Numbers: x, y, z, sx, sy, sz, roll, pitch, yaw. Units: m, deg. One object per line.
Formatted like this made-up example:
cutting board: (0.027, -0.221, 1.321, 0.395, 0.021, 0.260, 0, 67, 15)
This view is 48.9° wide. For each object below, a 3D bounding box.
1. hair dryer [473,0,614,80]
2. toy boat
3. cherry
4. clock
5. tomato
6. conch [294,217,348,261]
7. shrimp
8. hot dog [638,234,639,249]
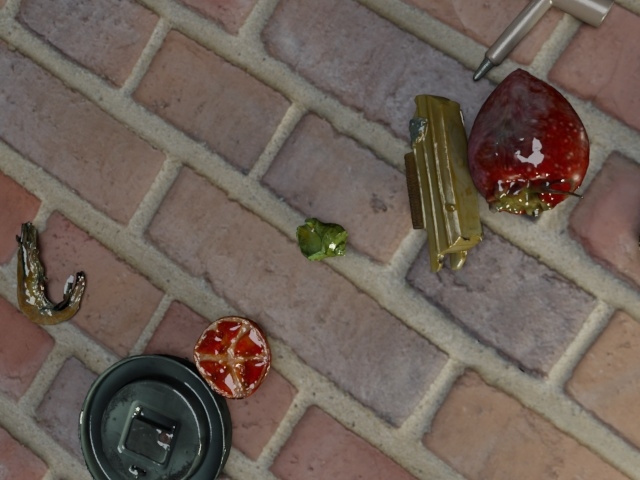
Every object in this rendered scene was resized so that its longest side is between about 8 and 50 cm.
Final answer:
hair dryer: (0.362, -0.356, 1.214, 0.195, 0.053, 0.220, 30, 97, 12)
toy boat: (0.203, -0.100, 1.228, 0.115, 0.089, 0.310, -13, 86, 51)
cherry: (0.339, -0.164, 1.155, 0.192, 0.175, 0.250, -14, 78, 45)
clock: (-0.320, 0.373, 1.373, 0.312, 0.061, 0.313, 0, 90, 14)
tomato: (-0.156, 0.214, 1.329, 0.155, 0.069, 0.156, 1, 92, 16)
conch: (0.000, 0.000, 1.288, 0.089, 0.074, 0.121, -36, 53, -25)
shrimp: (-0.559, 0.065, 1.439, 0.152, 0.046, 0.220, -8, 92, 14)
hot dog: (0.611, -0.072, 1.141, 0.144, 0.075, 0.268, 18, 91, 16)
